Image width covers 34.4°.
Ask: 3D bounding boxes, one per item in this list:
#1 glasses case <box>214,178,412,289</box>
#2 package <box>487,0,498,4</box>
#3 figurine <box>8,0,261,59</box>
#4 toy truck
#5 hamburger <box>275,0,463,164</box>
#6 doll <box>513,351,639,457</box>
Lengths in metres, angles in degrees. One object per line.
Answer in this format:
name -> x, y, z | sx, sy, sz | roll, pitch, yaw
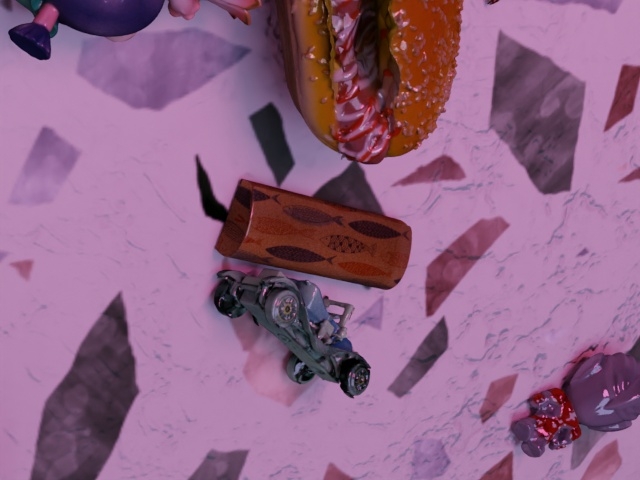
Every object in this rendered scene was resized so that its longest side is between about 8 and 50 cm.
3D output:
glasses case -> 0.000, 0.000, 0.873 | 0.170, 0.041, 0.064 | 13, 104, -35
package -> 0.182, -0.269, 0.867 | 0.108, 0.031, 0.120 | -25, 128, -20
figurine -> -0.117, -0.187, 0.674 | 0.195, 0.102, 0.111 | -13, 115, -26
toy truck -> -0.014, 0.065, 0.876 | 0.154, 0.080, 0.078 | 47, 62, -37
hamburger -> 0.043, -0.160, 0.756 | 0.173, 0.116, 0.210 | -34, 129, -41
doll -> 0.293, 0.175, 1.121 | 0.180, 0.079, 0.094 | -26, 100, -4
